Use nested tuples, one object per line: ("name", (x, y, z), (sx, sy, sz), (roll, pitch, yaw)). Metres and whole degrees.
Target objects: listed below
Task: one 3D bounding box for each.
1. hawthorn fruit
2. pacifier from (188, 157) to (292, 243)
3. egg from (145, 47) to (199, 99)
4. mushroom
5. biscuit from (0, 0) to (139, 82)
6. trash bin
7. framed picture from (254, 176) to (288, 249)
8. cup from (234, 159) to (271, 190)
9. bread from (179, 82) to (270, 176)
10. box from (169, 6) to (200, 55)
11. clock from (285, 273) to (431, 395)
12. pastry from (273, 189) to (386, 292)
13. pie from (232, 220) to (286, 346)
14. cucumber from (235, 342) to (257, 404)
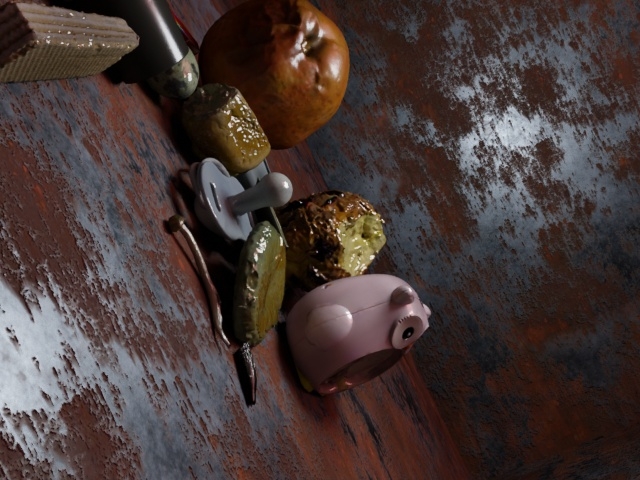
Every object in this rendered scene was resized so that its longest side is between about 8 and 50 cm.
("hawthorn fruit", (-0.134, -0.517, 1.864), (0.471, 0.472, 0.471), (59, 12, -21))
("pacifier", (-0.181, -0.110, 1.548), (0.299, 0.233, 0.243), (34, 41, -70))
("egg", (-0.384, -0.438, 1.601), (0.181, 0.141, 0.141), (58, 9, 19))
("mushroom", (-0.249, 0.085, 1.335), (0.068, 0.043, 0.306), (-19, 84, -61))
("biscuit", (-0.453, -0.345, 1.099), (0.078, 0.144, 0.426), (60, 11, -12))
("trash bin", (-0.447, -0.532, 1.376), (0.214, 0.214, 0.333), (-97, 166, -58))
("framed picture", (-0.149, -0.019, 1.707), (0.197, 0.014, 0.252), (113, -37, -46))
("cup", (-0.191, -0.181, 1.804), (0.128, 0.095, 0.129), (-52, 133, -37))
("bread", (-0.273, -0.295, 1.673), (0.196, 0.176, 0.246), (22, -30, 44))
("box", (-0.436, -0.578, 1.765), (0.175, 0.112, 0.048), (48, 19, -49))
("clock", (0.102, 0.234, 1.730), (0.250, 0.377, 0.368), (65, 11, 27))
("pastry", (-0.007, -0.006, 1.927), (0.405, 0.338, 0.292), (-44, 129, -48))
("pie", (-0.142, 0.102, 1.473), (0.306, 0.071, 0.306), (8, 90, -78))
("cucumber", (-0.152, 0.283, 1.331), (0.033, 0.034, 0.134), (52, 16, -64))
